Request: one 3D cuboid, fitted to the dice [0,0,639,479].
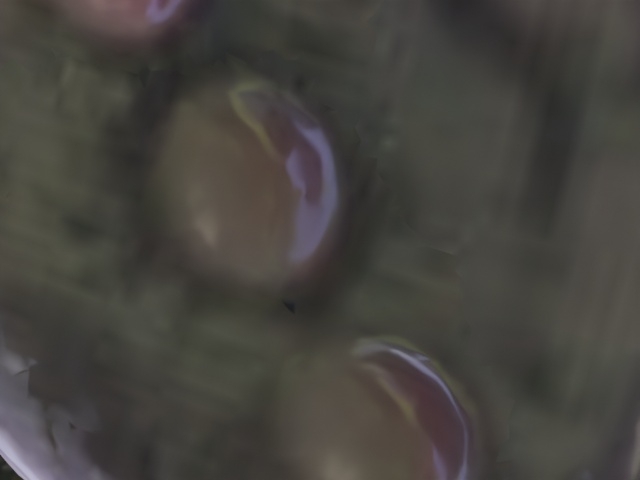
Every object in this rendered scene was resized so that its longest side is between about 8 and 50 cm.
[{"bbox_3d":[0.035,-0.035,0.526,0.270,0.271,0.270,-21,-52,-61],"label":"dice"}]
